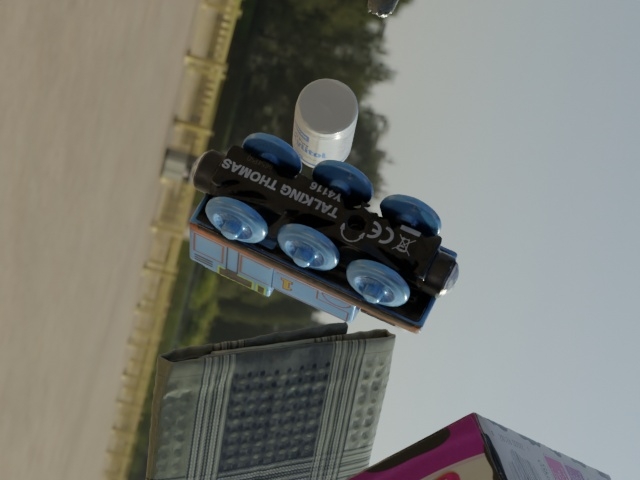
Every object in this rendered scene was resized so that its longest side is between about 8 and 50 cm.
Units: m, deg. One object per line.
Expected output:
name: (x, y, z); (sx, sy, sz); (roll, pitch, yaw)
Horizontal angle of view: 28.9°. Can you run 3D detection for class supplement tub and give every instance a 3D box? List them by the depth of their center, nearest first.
supplement tub: (0.004, -0.130, 1.402); (0.107, 0.071, 0.071); (97, 5, -71)

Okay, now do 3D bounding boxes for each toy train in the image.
toy train: (0.000, 0.000, 0.807); (0.105, 0.184, 0.080); (100, 16, -61)

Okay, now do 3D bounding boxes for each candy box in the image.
candy box: (0.076, 0.180, 0.701); (0.233, 0.159, 0.071); (30, 34, -56)

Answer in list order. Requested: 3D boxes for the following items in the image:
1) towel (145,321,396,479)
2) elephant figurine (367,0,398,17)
towel: (-0.069, 0.247, 1.448); (0.056, 0.312, 0.324); (40, -54, 50)
elephant figurine: (0.005, -0.351, 1.149); (0.186, 0.239, 0.169); (-56, 168, -56)
